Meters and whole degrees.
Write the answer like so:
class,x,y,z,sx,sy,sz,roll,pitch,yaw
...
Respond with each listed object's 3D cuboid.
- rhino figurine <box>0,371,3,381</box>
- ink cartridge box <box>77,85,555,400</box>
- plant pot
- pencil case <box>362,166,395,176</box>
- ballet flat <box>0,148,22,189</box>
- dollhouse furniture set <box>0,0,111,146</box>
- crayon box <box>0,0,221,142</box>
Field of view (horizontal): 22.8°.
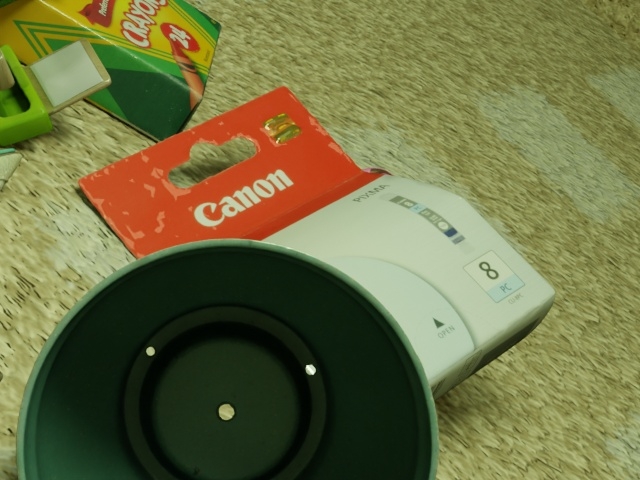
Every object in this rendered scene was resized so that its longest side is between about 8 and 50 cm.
class,x,y,z,sx,sy,sz,roll,pitch,yaw
rhino figurine,-0.305,0.132,1.104,0.106,0.073,0.243,36,28,-12
ink cartridge box,0.000,0.000,1.556,0.308,0.091,0.385,-29,70,-40
plant pot,-0.071,0.140,1.192,0.293,0.293,0.196,35,0,-6
pencil case,0.063,0.009,1.722,0.098,0.095,0.209,57,11,-38
ballet flat,-0.323,-0.043,1.396,0.168,0.057,0.052,-19,88,-55
dollhouse furniture set,-0.294,-0.255,1.444,0.197,0.151,0.301,58,-11,25
crayon box,-0.270,-0.251,1.737,0.318,0.081,0.202,29,28,-14
